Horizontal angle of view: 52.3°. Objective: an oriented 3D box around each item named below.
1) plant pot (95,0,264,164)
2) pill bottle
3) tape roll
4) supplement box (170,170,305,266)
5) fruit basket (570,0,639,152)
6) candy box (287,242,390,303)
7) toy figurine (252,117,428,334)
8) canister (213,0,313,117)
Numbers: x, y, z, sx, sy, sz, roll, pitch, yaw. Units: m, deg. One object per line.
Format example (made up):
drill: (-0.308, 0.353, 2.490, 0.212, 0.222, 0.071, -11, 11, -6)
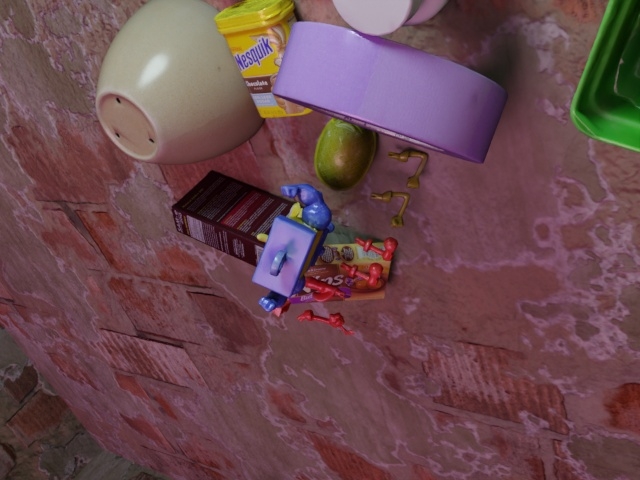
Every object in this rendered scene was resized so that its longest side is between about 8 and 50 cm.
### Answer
plant pot: (-0.258, -0.235, 1.088, 0.284, 0.191, 0.284, 22, 140, 20)
pill bottle: (0.102, -0.306, 0.695, 0.124, 0.221, 0.124, 22, 140, 20)
tape roll: (0.083, -0.178, 0.803, 0.275, 0.275, 0.090, 22, 99, 21)
supplement box: (-0.149, -0.037, 1.247, 0.239, 0.130, 0.073, 23, 140, 21)
fruit basket: (0.370, -0.177, 0.492, 0.283, 0.392, 0.392, 23, 140, 19)
candy box: (0.027, 0.059, 1.186, 0.187, 0.053, 0.109, -3, 137, -7)
toy figurine: (0.000, 0.000, 0.973, 0.191, 0.217, 0.362, 29, 110, 13)
canister: (-0.072, -0.276, 0.991, 0.126, 0.073, 0.170, 4, 132, 37)
